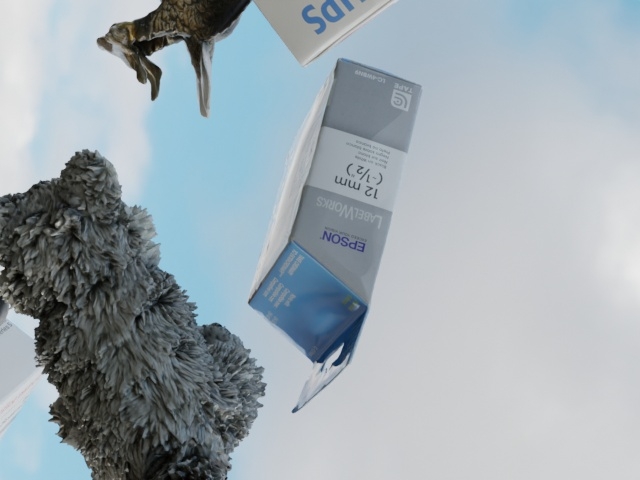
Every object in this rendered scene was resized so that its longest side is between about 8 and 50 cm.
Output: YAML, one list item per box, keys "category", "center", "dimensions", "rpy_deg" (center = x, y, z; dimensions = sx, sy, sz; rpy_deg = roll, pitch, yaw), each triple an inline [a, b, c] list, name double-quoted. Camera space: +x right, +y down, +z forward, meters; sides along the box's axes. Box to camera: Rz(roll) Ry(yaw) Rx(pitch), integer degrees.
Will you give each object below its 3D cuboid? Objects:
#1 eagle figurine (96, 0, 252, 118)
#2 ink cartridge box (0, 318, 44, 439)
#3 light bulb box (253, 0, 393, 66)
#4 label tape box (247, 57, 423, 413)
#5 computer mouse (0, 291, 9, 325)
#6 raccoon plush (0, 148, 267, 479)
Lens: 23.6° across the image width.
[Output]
- category: "eagle figurine"
  center: [-0.143, -0.326, 1.876]
  dimensions: [0.298, 0.225, 0.226]
  rpy_deg: [-41, -128, -6]
- category: "ink cartridge box"
  center: [-0.503, 0.254, 2.077]
  dimensions: [0.273, 0.115, 0.198]
  rpy_deg: [-54, 179, 25]
- category: "light bulb box"
  center: [0.036, -0.428, 1.473]
  dimensions: [0.361, 0.358, 0.225]
  rpy_deg: [53, -39, -7]
- category: "label tape box"
  center: [0.000, 0.000, 1.772]
  dimensions: [0.249, 0.115, 0.348]
  rpy_deg: [127, -18, -66]
- category: "computer mouse"
  center: [-0.392, 0.120, 1.626]
  dimensions: [0.041, 0.071, 0.242]
  rpy_deg: [49, -47, 4]
- category: "raccoon plush"
  center: [-0.173, 0.100, 1.460]
  dimensions: [0.446, 0.216, 0.299]
  rpy_deg: [34, -25, 55]
